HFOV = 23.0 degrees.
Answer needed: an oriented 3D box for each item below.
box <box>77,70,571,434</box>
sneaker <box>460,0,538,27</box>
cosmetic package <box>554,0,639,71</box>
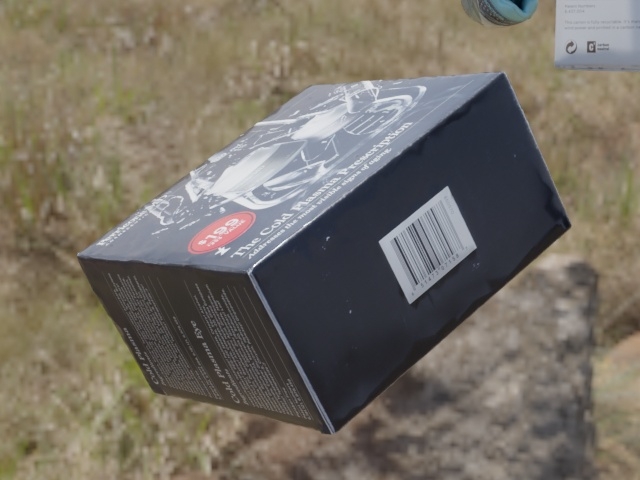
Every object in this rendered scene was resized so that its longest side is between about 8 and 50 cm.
[{"bbox_3d":[0.000,0.000,1.519,0.343,0.179,0.312,-38,22,-29],"label":"box"},{"bbox_3d":[0.224,-0.399,1.932,0.110,0.283,0.122,-16,16,-12],"label":"sneaker"},{"bbox_3d":[0.343,-0.354,1.585,0.155,0.366,0.197,7,11,37],"label":"cosmetic package"}]
